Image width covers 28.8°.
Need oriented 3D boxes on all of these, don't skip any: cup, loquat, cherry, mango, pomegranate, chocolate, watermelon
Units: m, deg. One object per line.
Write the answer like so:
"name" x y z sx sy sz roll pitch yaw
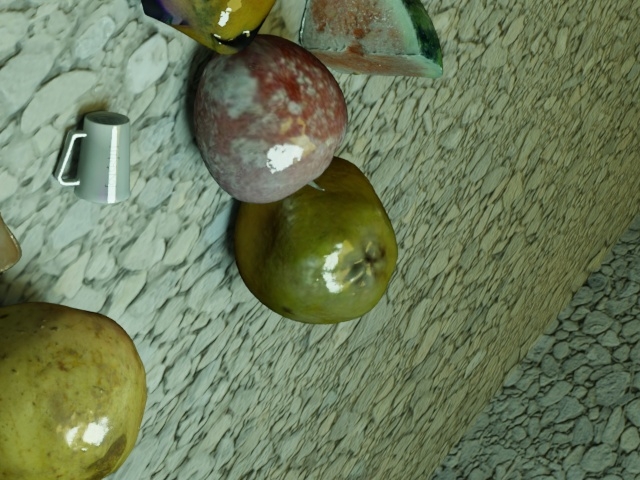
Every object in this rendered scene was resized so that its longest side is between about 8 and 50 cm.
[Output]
"cup" -0.304 -0.109 1.676 0.104 0.074 0.116 -5 116 -26
"loquat" 0.000 0.000 2.047 0.276 0.284 0.276 -17 120 -32
"cherry" -0.074 -0.171 1.857 0.285 0.213 0.236 54 42 -34
"mango" -0.119 -0.394 1.655 0.287 0.152 0.201 -56 151 -13
"pomegranate" -0.362 0.207 1.606 0.281 0.281 0.281 -40 143 -38
"chocolate" -0.425 0.000 1.589 0.064 0.031 0.101 -35 140 -15
"watermelon" 0.077 -0.337 2.014 0.201 0.262 0.213 -39 159 13
